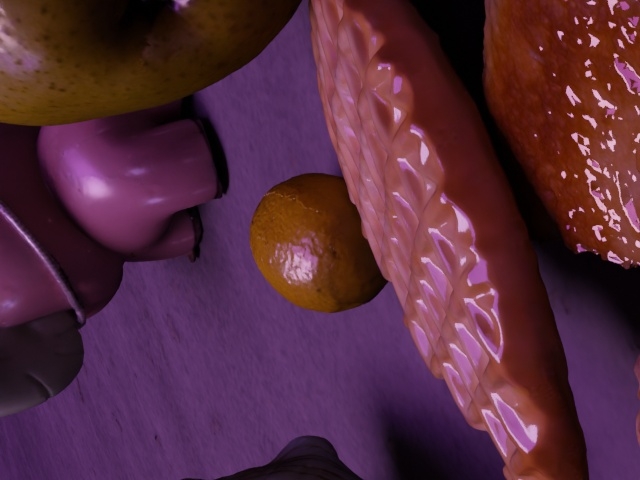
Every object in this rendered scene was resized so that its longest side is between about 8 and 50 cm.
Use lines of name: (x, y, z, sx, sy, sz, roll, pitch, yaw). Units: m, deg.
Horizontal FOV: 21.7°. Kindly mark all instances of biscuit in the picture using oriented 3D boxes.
biscuit: (0.044, -0.029, 0.801, 0.309, 0.040, 0.204, -117, 9, -49)

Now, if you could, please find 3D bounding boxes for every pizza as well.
pizza: (0.150, -0.063, 0.604, 0.226, 0.086, 0.335, 55, 157, 16)

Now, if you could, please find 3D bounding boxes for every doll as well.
doll: (-0.233, -0.021, 1.246, 0.284, 0.268, 0.216, 63, 157, 17)

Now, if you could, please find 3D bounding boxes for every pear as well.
pear: (-0.125, -0.195, 0.879, 0.294, 0.294, 0.294, 47, 147, 44)

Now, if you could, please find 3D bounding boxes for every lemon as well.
lemon: (0.000, 0.000, 0.990, 0.111, 0.082, 0.082, 21, 127, 52)

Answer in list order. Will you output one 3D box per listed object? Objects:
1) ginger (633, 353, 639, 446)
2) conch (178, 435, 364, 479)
ginger: (0.204, 0.059, 0.521, 0.206, 0.115, 0.081, 13, 104, 16)
conch: (-0.014, 0.200, 1.026, 0.203, 0.169, 0.386, 14, 155, 19)
